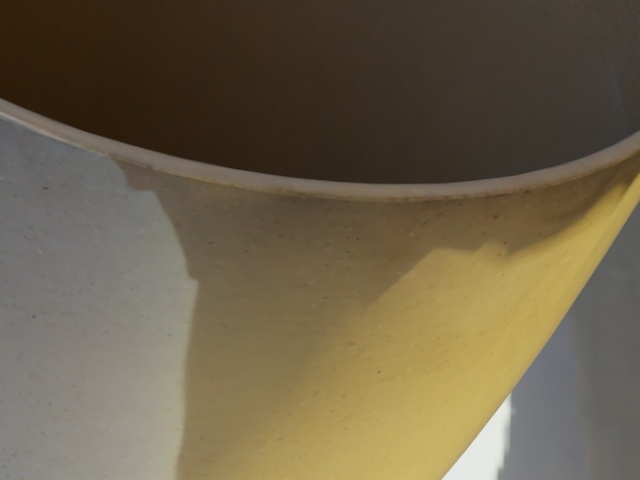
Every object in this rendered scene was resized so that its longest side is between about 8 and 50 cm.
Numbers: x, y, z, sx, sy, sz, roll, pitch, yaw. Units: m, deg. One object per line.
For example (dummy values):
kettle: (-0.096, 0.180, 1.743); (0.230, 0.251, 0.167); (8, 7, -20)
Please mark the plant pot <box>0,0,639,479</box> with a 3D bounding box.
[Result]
plant pot: (-0.051, 0.015, 0.556); (0.256, 0.256, 0.274); (-74, 0, -54)
